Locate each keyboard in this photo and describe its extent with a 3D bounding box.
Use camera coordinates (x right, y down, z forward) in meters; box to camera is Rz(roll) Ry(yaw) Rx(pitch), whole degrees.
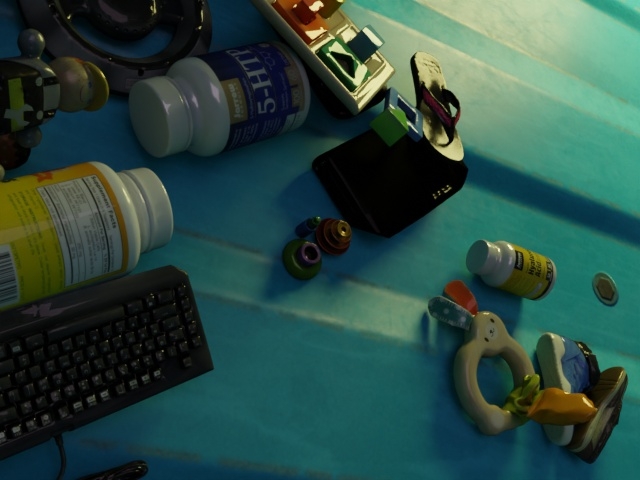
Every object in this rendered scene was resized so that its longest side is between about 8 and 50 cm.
[{"bbox_3d":[-0.232,0.154,0.660,0.317,0.033,0.202,-18,101,-37],"label":"keyboard"}]

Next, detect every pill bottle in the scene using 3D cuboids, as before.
[{"bbox_3d":[-0.250,-0.005,0.697,0.215,0.117,0.117,-19,80,-37],"label":"pill bottle"},{"bbox_3d":[0.259,0.038,1.029,0.116,0.065,0.065,18,61,-24],"label":"pill bottle"},{"bbox_3d":[-0.114,-0.157,0.853,0.186,0.112,0.112,-24,83,-37],"label":"pill bottle"}]

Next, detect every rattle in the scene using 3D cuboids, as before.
[{"bbox_3d":[0.228,0.134,0.927,0.130,0.143,0.200,-11,81,-16],"label":"rattle"}]

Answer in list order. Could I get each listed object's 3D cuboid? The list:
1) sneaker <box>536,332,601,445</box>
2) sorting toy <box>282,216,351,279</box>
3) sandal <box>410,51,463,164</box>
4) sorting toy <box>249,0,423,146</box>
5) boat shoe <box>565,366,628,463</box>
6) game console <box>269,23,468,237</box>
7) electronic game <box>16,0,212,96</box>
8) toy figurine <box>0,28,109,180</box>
[{"bbox_3d":[0.342,0.202,1.012,0.084,0.058,0.152,13,57,-18],"label":"sneaker"},{"bbox_3d":[0.000,0.000,0.898,0.102,0.042,0.061,-38,92,-37],"label":"sorting toy"},{"bbox_3d":[0.163,-0.189,1.033,0.067,0.040,0.179,5,66,-34],"label":"sandal"},{"bbox_3d":[0.017,-0.258,0.923,0.348,0.047,0.196,46,32,-7],"label":"sorting toy"},{"bbox_3d":[0.381,0.237,1.029,0.049,0.056,0.152,50,62,-10],"label":"boat shoe"},{"bbox_3d":[0.040,-0.184,1.004,0.213,0.044,0.361,-32,88,-38],"label":"game console"},{"bbox_3d":[-0.232,-0.272,0.868,0.229,0.048,0.229,12,67,-30],"label":"electronic game"},{"bbox_3d":[-0.316,-0.161,0.672,0.209,0.213,0.148,59,36,-1],"label":"toy figurine"}]
